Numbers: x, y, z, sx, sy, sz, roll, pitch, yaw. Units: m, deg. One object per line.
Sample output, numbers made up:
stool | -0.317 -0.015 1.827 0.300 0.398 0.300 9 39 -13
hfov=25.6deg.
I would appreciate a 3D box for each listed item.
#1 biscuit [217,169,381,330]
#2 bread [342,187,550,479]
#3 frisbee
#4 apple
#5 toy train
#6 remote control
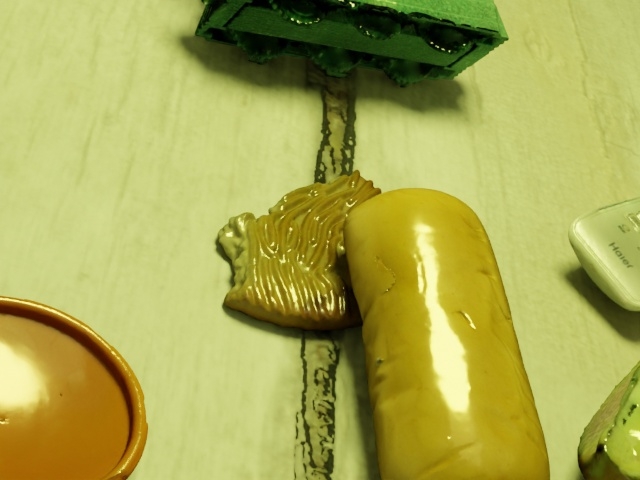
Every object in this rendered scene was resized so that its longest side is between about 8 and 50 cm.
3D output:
biscuit | 0.000 -0.001 1.219 0.176 0.031 0.228 21 38 -11
bread | 0.099 0.082 1.109 0.142 0.091 0.305 17 45 -30
frisbee | -0.212 0.113 0.952 0.192 0.035 0.192 17 38 -14
apple | 0.306 0.175 1.131 0.193 0.120 0.265 44 41 1
toy train | 0.031 -0.266 1.426 0.330 0.138 0.178 6 71 -26
remote control | 0.359 0.005 1.417 0.313 0.055 0.109 -14 59 -46
